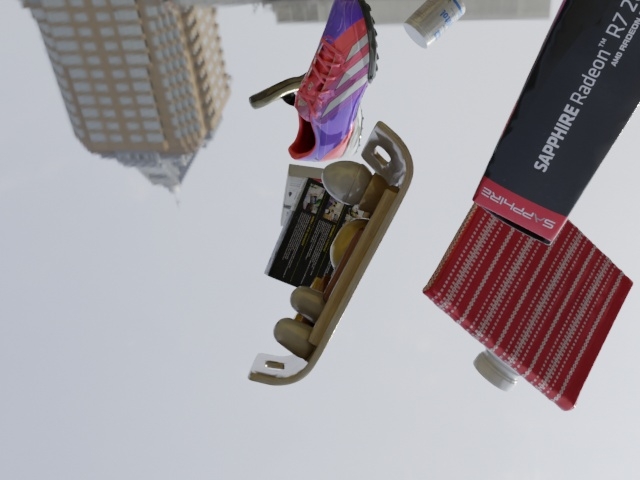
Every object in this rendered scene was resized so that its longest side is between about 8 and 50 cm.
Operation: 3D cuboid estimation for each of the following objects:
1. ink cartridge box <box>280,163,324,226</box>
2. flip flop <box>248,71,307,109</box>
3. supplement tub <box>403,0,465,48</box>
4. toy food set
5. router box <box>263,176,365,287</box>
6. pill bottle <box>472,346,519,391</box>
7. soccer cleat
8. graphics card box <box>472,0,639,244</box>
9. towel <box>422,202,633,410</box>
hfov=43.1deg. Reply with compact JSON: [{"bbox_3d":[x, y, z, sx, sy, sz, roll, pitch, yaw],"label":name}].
[{"bbox_3d":[-0.032,-0.092,1.790,0.099,0.135,0.056,7,-146,-4],"label":"ink cartridge box"},{"bbox_3d":[-0.027,-0.308,1.689,0.277,0.080,0.112,-28,-174,-39],"label":"flip flop"},{"bbox_3d":[0.222,-0.434,1.575,0.107,0.071,0.071,-45,-133,-1],"label":"supplement tub"},{"bbox_3d":[0.002,0.019,0.948,0.092,0.220,0.306,29,-94,-1],"label":"toy food set"},{"bbox_3d":[0.000,0.000,1.366,0.133,0.179,0.046,23,179,-14],"label":"router box"},{"bbox_3d":[0.403,0.159,1.533,0.146,0.264,0.146,32,-166,-9],"label":"pill bottle"},{"bbox_3d":[0.015,-0.256,1.327,0.116,0.318,0.109,-15,-130,-21],"label":"soccer cleat"},{"bbox_3d":[0.257,-0.197,0.670,0.094,0.371,0.233,30,-127,11],"label":"graphics card box"},{"bbox_3d":[0.259,0.059,0.980,0.199,0.275,0.031,-58,-156,-16],"label":"towel"}]
